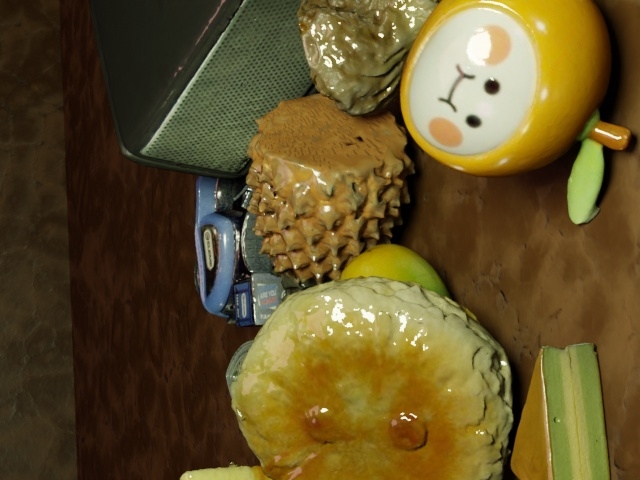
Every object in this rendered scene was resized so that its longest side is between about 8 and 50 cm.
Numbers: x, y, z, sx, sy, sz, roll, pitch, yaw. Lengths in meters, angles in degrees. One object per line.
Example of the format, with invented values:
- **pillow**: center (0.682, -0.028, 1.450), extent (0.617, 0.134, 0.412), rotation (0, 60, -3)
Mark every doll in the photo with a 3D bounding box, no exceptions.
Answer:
- **doll**: center (0.204, -0.145, 1.104), extent (0.236, 0.213, 0.213), rotation (35, 134, 8)

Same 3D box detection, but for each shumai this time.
- **shumai**: center (0.081, -0.248, 1.369), extent (0.176, 0.206, 0.166), rotation (-20, 105, 36)

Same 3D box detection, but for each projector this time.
- **projector**: center (-0.139, -0.352, 1.677), extent (0.405, 0.242, 0.395), rotation (-49, 47, 37)

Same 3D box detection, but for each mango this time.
- **mango**: center (0.091, 0.127, 1.384), extent (0.157, 0.114, 0.251), rotation (2, 111, 27)

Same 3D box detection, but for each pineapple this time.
- **pineapple**: center (0.002, 0.000, 1.504), extent (0.223, 0.223, 0.357), rotation (-118, 26, -46)

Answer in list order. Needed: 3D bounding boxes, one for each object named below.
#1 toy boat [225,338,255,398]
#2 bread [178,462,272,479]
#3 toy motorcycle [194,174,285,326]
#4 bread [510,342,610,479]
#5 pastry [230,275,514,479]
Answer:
- **toy boat**: center (-0.084, 0.223, 1.784), extent (0.319, 0.092, 0.141), rotation (178, 94, -66)
- **bread**: center (-0.126, 0.377, 1.681), extent (0.236, 0.264, 0.198), rotation (-158, 73, -64)
- **toy motorcycle**: center (-0.118, -0.037, 1.842), extent (0.213, 0.125, 0.358), rotation (-15, 78, 56)
- **bread**: center (0.243, 0.177, 1.111), extent (0.084, 0.074, 0.139), rotation (-138, 55, -58)
- **pastry**: center (0.067, 0.182, 1.267), extent (0.136, 0.330, 0.329), rotation (-48, -30, -67)
